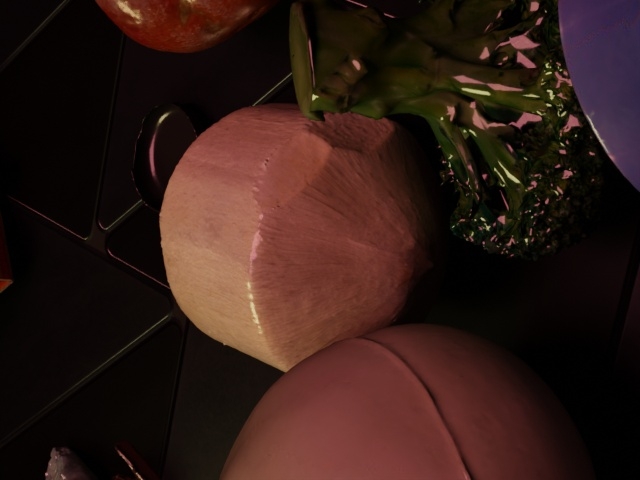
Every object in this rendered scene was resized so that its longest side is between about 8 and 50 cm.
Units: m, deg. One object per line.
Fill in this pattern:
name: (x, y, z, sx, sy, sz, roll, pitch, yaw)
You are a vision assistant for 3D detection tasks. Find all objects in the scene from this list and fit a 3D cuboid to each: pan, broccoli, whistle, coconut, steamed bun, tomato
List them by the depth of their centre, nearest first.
broccoli: (0.126, -0.118, 1.533, 0.297, 0.297, 0.297, 177, 90, -79)
steamed bun: (0.066, 0.244, 1.589, 0.334, 0.334, 0.374, 56, 151, 28)
coconut: (0.000, 0.000, 1.713, 0.266, 0.237, 0.237, 21, 109, 52)
tomato: (-0.119, -0.298, 1.845, 0.232, 0.188, 0.232, 4, 107, 15)
pan: (-0.121, -0.073, 1.972, 0.212, 0.040, 0.115, 22, 109, 52)
whistle: (-0.261, 0.301, 2.116, 0.223, 0.123, 0.123, 53, 130, 49)

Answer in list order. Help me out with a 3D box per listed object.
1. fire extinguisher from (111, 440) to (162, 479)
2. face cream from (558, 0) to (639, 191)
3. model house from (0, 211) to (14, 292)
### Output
fire extinguisher: (-0.174, 0.349, 1.965, 0.141, 0.105, 0.341, 26, 130, 25)
face cream: (0.322, -0.154, 1.334, 0.225, 0.249, 0.249, -22, 77, 47)
model house: (-0.435, -0.009, 2.278, 0.207, 0.154, 0.294, 75, -178, -69)
